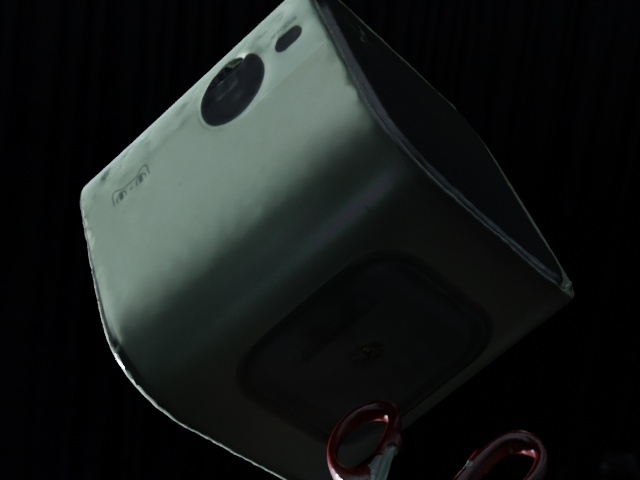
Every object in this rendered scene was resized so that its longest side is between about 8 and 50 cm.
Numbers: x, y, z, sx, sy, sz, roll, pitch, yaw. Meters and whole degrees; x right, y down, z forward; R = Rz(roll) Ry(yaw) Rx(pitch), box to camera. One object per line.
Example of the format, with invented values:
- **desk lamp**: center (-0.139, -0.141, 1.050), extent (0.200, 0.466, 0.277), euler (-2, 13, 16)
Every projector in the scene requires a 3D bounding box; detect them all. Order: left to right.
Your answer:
- **projector**: center (0.000, 0.000, 0.968), extent (0.248, 0.249, 0.249), euler (36, -159, -39)

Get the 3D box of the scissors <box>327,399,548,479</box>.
- **scissors**: center (0.024, 0.182, 0.749), extent (0.144, 0.017, 0.248), euler (8, -144, 33)
